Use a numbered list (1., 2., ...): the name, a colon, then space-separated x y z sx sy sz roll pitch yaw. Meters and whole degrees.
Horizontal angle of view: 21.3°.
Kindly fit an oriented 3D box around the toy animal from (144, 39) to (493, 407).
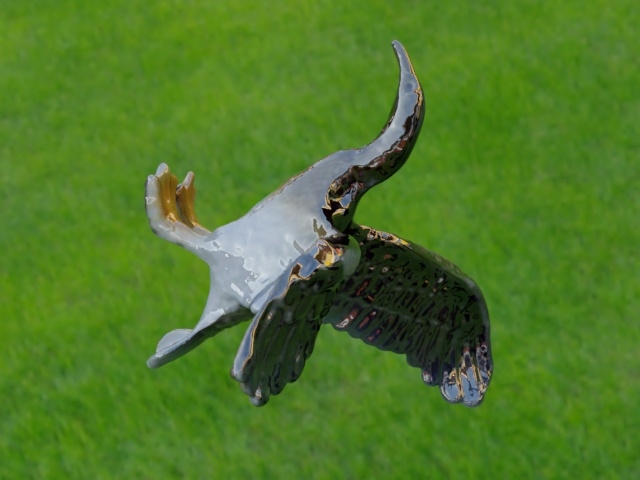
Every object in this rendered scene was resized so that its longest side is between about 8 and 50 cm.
1. toy animal: -0.013 -0.007 0.871 0.160 0.197 0.272 5 2 19
